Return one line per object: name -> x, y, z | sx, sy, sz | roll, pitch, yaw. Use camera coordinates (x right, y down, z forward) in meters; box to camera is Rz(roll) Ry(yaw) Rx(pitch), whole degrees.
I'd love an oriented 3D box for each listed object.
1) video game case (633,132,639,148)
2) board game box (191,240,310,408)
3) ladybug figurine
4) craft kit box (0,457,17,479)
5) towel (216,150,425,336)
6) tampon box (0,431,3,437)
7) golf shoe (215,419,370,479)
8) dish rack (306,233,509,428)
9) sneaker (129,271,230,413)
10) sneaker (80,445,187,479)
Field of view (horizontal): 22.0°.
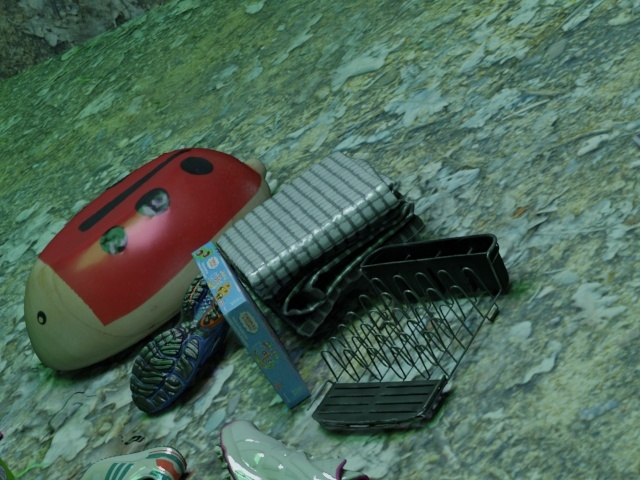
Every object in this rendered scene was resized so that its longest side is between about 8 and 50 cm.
video game case -> 0.473, -0.135, 2.005 | 0.143, 0.019, 0.157 | -35, 26, 1
board game box -> -0.090, 0.104, 2.097 | 0.039, 0.160, 0.211 | -33, 26, -1
ladybug figurine -> -0.271, 0.007, 2.481 | 0.449, 0.162, 0.305 | -41, 26, -14
craft kit box -> -0.422, 0.378, 1.885 | 0.249, 0.247, 0.061 | -22, 30, 9
towel -> 0.000, 0.000, 2.209 | 0.235, 0.121, 0.283 | -36, 18, -6
tampon box -> -0.567, 0.264, 2.435 | 0.101, 0.120, 0.161 | -45, 27, -20
golf shoe -> -0.020, 0.278, 1.792 | 0.140, 0.115, 0.306 | -27, 32, -7
dish rack -> 0.096, 0.112, 1.962 | 0.208, 0.074, 0.271 | -9, 36, 44
sneaker -> -0.173, 0.145, 2.236 | 0.083, 0.087, 0.221 | 34, 81, 25
sneaker -> -0.245, 0.308, 2.046 | 0.161, 0.057, 0.075 | -19, 24, 24
